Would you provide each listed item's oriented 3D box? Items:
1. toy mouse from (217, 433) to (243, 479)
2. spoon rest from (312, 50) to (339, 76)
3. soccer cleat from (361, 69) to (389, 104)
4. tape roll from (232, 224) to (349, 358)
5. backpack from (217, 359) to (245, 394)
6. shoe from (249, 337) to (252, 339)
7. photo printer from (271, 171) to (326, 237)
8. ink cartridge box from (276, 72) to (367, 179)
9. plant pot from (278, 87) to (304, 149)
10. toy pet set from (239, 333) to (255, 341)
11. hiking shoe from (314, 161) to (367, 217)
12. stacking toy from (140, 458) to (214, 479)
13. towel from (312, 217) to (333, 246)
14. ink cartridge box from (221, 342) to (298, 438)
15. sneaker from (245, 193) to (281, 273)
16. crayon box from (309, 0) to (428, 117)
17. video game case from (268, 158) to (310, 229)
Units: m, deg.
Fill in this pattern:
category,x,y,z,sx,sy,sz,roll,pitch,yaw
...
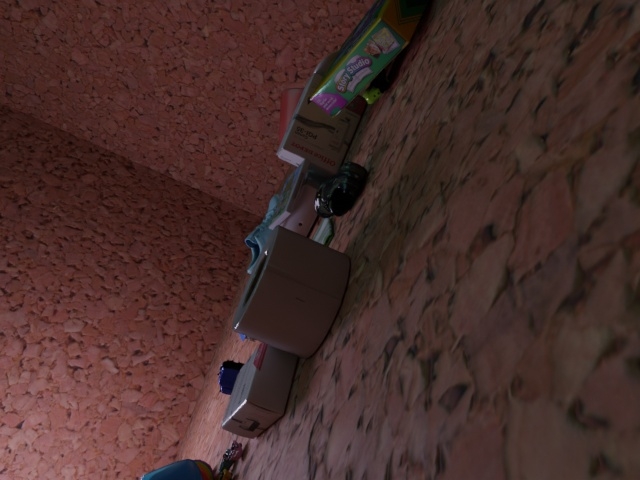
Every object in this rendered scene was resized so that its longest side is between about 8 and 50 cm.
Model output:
category,x,y,z,sx,sy,sz,roll,pitch,yaw
toy mouse,-0.225,0.553,1.315,0.161,0.031,0.143,-60,12,28
spoon rest,0.076,-0.600,1.795,0.276,0.084,0.137,-18,-21,-46
soccer cleat,0.176,-0.466,1.531,0.072,0.060,0.178,-22,34,39
tape roll,-0.065,0.110,1.113,0.246,0.169,0.246,-61,12,23
backpack,-0.292,0.448,1.708,0.120,0.098,0.101,-164,94,-79
shoe,-0.194,0.268,1.758,0.219,0.058,0.076,118,150,-41
photo printer,-0.083,-0.085,1.808,0.307,0.107,0.256,-62,11,21
ink cartridge box,0.005,-0.375,1.733,0.283,0.207,0.117,-68,12,-7
plant pot,-0.045,-0.433,2.033,0.275,0.275,0.243,-171,93,-79
toy pet set,-0.256,0.315,1.908,0.114,0.065,0.122,-55,15,47
hiking shoe,0.034,-0.106,1.329,0.227,0.086,0.114,-50,16,55
stacking toy,-0.361,0.683,1.457,0.302,0.166,0.175,73,178,-81
towel,0.000,0.000,1.439,0.152,0.023,0.113,-97,31,-70
ink cartridge box,-0.140,0.343,1.189,0.218,0.092,0.158,-51,18,49
sneaker,-0.207,-0.027,1.995,0.135,0.150,0.365,-34,47,53
crayon box,0.149,-0.571,1.501,0.363,0.106,0.313,-34,26,53
video game case,-0.104,-0.147,1.699,0.212,0.023,0.193,-34,35,66
